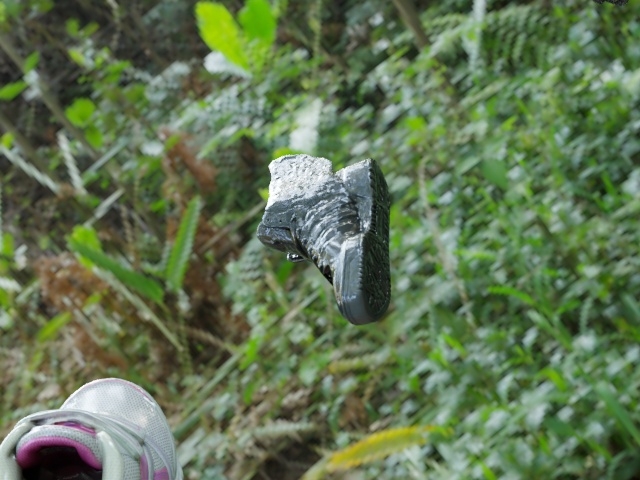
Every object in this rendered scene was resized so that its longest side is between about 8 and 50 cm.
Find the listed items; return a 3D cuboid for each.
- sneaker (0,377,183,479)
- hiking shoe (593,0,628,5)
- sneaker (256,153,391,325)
[{"bbox_3d":[-0.144,0.148,0.778,0.103,0.111,0.252,-3,24,-1],"label":"sneaker"},{"bbox_3d":[0.137,-0.222,0.758,0.086,0.227,0.114,39,112,35],"label":"hiking shoe"},{"bbox_3d":[-0.001,-0.002,0.829,0.089,0.051,0.170,-14,40,18],"label":"sneaker"}]
